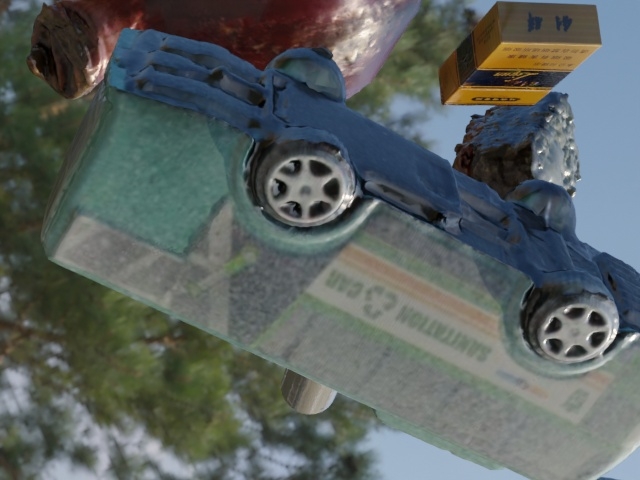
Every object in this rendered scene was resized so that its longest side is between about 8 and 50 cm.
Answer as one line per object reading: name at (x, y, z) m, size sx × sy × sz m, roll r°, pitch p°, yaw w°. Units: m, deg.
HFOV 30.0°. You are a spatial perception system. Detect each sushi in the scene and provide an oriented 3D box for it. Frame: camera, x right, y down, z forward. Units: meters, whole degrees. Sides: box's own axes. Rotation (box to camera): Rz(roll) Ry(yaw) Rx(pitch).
sushi at (0.335, -0.121, 2.041) m, size 0.182 × 0.343 × 0.196 m, roll -14°, pitch -68°, yaw 31°

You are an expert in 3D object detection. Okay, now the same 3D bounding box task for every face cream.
face cream at (0.004, 0.136, 1.486) m, size 0.077 × 0.077 × 0.250 m, roll 57°, pitch -24°, yaw 20°

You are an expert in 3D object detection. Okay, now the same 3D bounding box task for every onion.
onion at (-0.095, -0.246, 1.083) m, size 0.348 × 0.385 × 0.347 m, roll 43°, pitch -25°, yaw 25°

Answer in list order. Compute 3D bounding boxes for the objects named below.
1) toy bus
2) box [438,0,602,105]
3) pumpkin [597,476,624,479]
toy bus at (0.025, 0.008, 0.473) m, size 0.109 × 0.262 × 0.091 m, roll -56°, pitch -163°, yaw 21°
box at (0.280, -0.263, 1.713) m, size 0.237 × 0.152 × 0.070 m, roll 131°, pitch -45°, yaw -68°
pumpkin at (0.342, 0.395, 1.469) m, size 0.211 × 0.212 × 0.152 m, roll 55°, pitch -14°, yaw 24°
